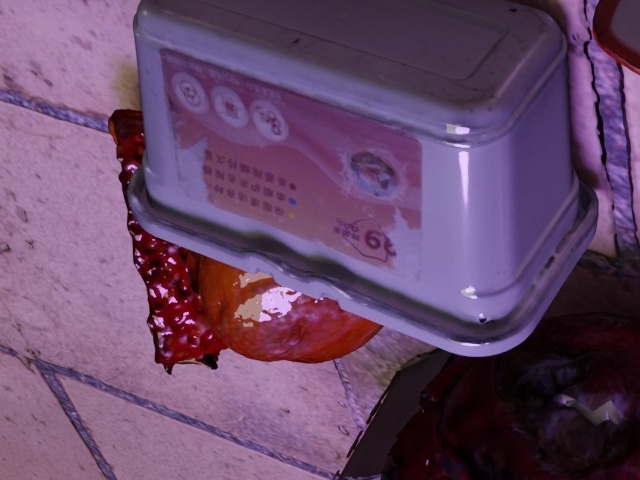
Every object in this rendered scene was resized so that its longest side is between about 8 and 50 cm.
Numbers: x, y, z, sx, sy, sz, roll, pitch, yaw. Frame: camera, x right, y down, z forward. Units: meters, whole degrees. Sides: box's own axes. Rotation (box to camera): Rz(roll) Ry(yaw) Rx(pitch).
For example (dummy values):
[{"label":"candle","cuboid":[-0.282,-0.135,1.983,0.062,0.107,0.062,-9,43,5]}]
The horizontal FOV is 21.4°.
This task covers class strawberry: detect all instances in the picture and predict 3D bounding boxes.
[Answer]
[{"label":"strawberry","cuboid":[-0.103,-0.009,1.397,0.111,0.190,0.236,-10,129,-3]}]

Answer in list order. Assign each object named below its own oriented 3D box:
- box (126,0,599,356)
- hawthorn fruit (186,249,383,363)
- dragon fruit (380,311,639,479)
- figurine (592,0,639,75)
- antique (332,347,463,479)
[{"label":"box","cuboid":[0.020,-0.081,1.119,0.312,0.175,0.182,20,139,25]},{"label":"hawthorn fruit","cuboid":[-0.013,0.006,1.286,0.173,0.173,0.179,30,133,8]},{"label":"dragon fruit","cuboid":[0.193,0.206,1.221,0.329,0.329,0.329,25,150,16]},{"label":"figurine","cuboid":[0.245,-0.071,0.923,0.183,0.160,0.226,28,159,14]},{"label":"antique","cuboid":[0.111,0.193,1.451,0.152,0.146,0.148,38,154,-9]}]
